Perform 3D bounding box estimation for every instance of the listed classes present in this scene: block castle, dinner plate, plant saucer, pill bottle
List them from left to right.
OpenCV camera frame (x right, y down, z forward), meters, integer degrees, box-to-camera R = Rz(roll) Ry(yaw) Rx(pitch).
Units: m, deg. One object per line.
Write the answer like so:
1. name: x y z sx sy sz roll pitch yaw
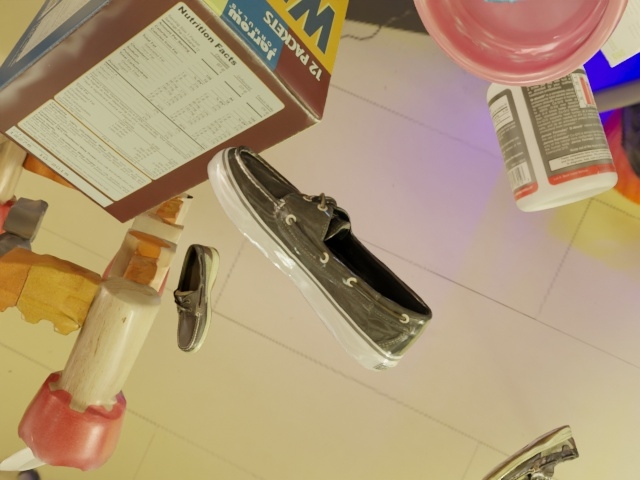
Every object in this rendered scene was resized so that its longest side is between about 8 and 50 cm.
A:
1. block castle: -0.317 0.036 0.775 0.302 0.453 0.213 23 104 -12
2. dinner plate: -0.431 0.334 1.138 0.141 0.141 0.017 -27 74 5
3. plant saucer: 0.278 -0.387 1.013 0.332 0.332 0.084 49 53 7
4. pill bottle: 0.474 -0.260 1.532 0.210 0.210 0.363 -14 83 6

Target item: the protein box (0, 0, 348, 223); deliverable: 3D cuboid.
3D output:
1. protein box: -0.101 -0.155 0.522 0.201 0.136 0.200 -21 42 35

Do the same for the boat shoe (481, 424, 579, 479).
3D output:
1. boat shoe: 0.376 0.396 1.268 0.223 0.080 0.073 -19 69 -33

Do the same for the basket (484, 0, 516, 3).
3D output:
1. basket: 0.191 -0.389 0.847 0.254 0.289 0.201 6 100 -28

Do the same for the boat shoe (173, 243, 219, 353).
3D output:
1. boat shoe: -0.180 0.078 0.999 0.056 0.049 0.152 -4 73 35

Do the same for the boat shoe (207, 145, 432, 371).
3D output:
1. boat shoe: 0.000 0.000 0.364 0.142 0.049 0.040 49 115 12

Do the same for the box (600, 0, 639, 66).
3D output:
1. box: 0.540 -0.418 1.080 0.321 0.232 0.059 -28 55 28
